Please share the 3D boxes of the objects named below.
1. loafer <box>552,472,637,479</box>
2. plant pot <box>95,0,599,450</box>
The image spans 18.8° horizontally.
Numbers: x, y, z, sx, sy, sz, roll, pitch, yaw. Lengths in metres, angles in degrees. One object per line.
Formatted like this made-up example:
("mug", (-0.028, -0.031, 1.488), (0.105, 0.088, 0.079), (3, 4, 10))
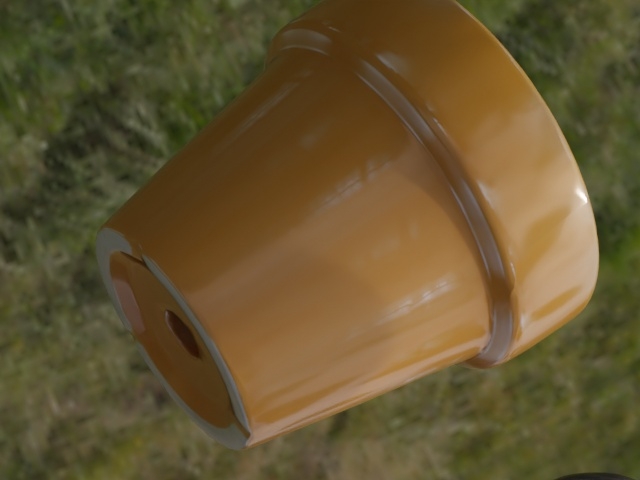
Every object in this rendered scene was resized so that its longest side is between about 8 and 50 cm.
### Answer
("loafer", (0.278, 0.351, 1.550), (0.133, 0.366, 0.130), (-25, -168, 32))
("plant pot", (0.000, 0.000, 0.957), (0.188, 0.205, 0.205), (-32, 155, -20))
